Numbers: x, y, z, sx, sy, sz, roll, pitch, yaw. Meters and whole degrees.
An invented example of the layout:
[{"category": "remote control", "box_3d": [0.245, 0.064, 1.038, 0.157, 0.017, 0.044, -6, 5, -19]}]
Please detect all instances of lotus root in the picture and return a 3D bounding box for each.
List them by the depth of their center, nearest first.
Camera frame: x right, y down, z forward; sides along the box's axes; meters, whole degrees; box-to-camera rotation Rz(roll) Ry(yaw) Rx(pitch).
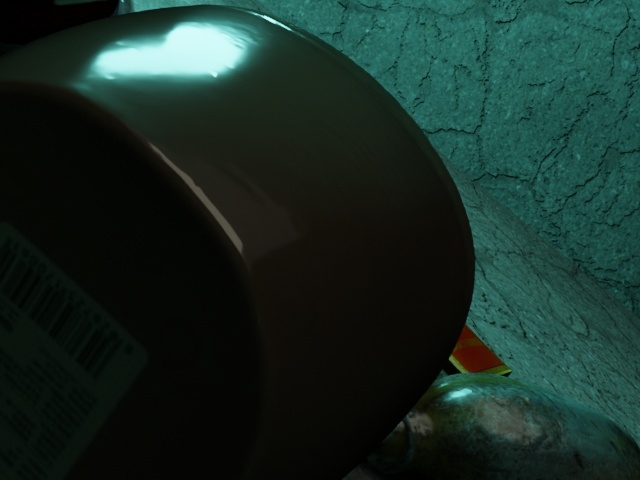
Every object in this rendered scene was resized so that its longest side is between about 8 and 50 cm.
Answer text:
[{"category": "lotus root", "box_3d": [0.175, 0.191, 0.971, 0.322, 0.140, 0.158, 27, 20, -31]}]

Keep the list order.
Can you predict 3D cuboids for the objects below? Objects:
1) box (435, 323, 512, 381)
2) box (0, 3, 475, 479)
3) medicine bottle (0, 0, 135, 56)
[{"category": "box", "box_3d": [0.090, 0.088, 1.189, 0.240, 0.074, 0.153, 47, 21, 19]}, {"category": "box", "box_3d": [-0.089, 0.032, 0.541, 0.301, 0.301, 0.216, 42, 21, 8]}, {"category": "medicine bottle", "box_3d": [-0.221, -0.244, 0.793, 0.242, 0.395, 0.242, 11, 54, -16]}]
